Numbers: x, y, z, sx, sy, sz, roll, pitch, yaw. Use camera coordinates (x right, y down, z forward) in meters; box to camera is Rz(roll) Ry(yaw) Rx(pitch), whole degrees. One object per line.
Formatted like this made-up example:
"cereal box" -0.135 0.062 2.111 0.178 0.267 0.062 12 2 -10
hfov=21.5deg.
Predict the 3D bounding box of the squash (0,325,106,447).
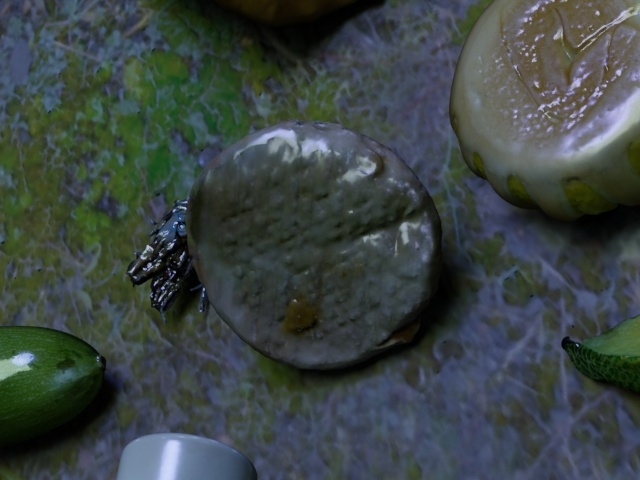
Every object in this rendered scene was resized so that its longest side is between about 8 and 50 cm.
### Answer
"squash" -0.356 0.132 1.422 0.395 0.107 0.107 -6 57 28

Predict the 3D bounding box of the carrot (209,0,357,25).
"carrot" -0.076 -0.330 1.475 0.241 0.241 0.340 -50 48 -7

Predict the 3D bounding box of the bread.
"bread" 0.192 -0.107 1.238 0.213 0.105 0.213 -15 56 24

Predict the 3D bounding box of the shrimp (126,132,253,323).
"shrimp" -0.088 -0.010 1.392 0.082 0.076 0.174 41 78 2

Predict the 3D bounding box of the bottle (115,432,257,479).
"bottle" -0.112 0.264 1.176 0.104 0.104 0.245 -9 54 27

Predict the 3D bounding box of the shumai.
"shumai" 0.000 0.000 1.282 0.201 0.201 0.120 -24 8 17

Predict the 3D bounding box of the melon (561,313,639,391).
"melon" 0.278 0.055 1.111 0.261 0.053 0.114 -10 47 27
